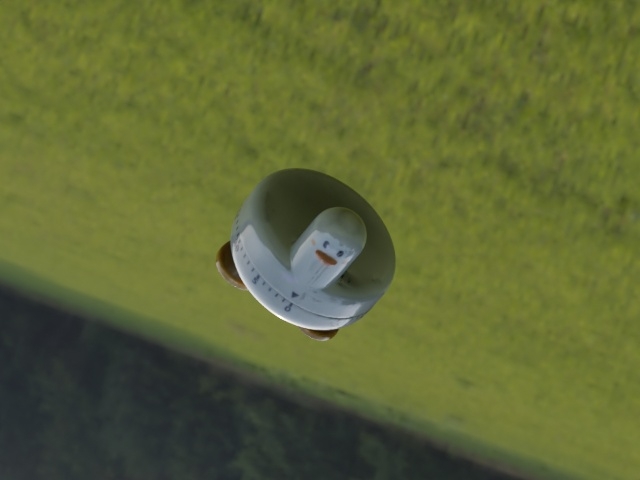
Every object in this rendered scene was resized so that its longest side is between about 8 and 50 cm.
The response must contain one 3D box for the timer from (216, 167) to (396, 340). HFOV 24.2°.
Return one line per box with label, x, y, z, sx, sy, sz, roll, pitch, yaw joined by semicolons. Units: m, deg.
timer;0.000;0.000;2.017;0.233;0.234;0.240;22;133;-21
